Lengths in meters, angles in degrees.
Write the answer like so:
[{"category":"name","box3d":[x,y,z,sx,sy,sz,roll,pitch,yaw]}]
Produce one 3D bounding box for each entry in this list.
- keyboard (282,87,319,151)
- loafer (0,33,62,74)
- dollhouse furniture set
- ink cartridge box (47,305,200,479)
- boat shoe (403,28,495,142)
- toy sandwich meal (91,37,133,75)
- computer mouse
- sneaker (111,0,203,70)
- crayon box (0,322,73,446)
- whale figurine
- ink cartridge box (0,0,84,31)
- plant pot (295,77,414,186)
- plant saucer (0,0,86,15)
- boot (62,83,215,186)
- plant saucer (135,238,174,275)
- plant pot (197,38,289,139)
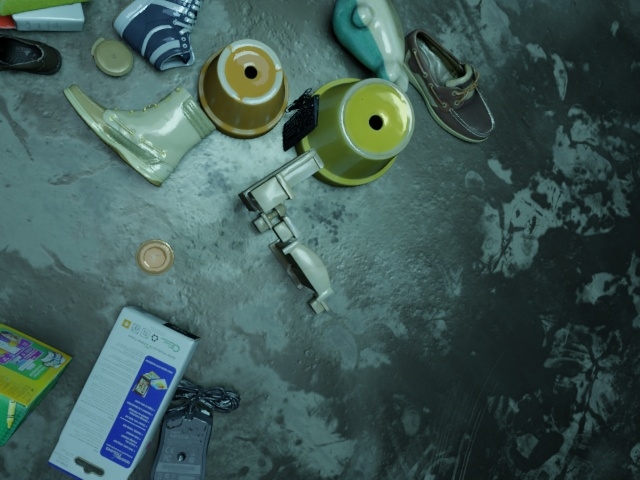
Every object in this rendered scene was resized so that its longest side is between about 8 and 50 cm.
[{"category":"keyboard","box3d":[-0.057,-0.269,1.001,0.038,0.192,0.100,6,81,-25]},{"category":"loafer","box3d":[-0.646,-0.382,0.899,0.220,0.078,0.080,-4,95,-14]},{"category":"dollhouse furniture set","box3d":[0.000,0.000,0.976,0.174,0.303,0.355,-36,102,-11]},{"category":"ink cartridge box","box3d":[-0.425,0.346,0.989,0.176,0.069,0.370,25,85,3]},{"category":"boat shoe","box3d":[0.329,-0.384,1.126,0.123,0.123,0.342,-45,103,-8]},{"category":"toy sandwich meal","box3d":[-0.450,-0.394,0.976,0.086,0.029,0.085,-1,91,-25]},{"category":"computer mouse","box3d":[-0.309,0.468,1.054,0.189,0.072,0.271,16,77,-13]},{"category":"sneaker","box3d":[-0.287,-0.489,0.972,0.282,0.099,0.153,-41,98,-1]},{"category":"crayon box","box3d":[-0.600,0.256,0.851,0.165,0.278,0.081,33,84,-14]},{"category":"whale figurine","box3d":[0.114,-0.454,1.033,0.141,0.216,0.271,-21,78,27]},{"category":"ink cartridge box","box3d":[-0.621,-0.558,0.878,0.239,0.060,0.274,-14,97,-29]},{"category":"plant pot","box3d":[0.085,-0.249,1.014,0.254,0.239,0.253,-1,95,-14]},{"category":"plant saucer","box3d":[-0.557,-0.544,0.853,0.188,0.045,0.188,-28,104,-26]},{"category":"boot","box3d":[-0.380,-0.273,0.966,0.262,0.095,0.203,45,83,-15]},{"category":"plant saucer","box3d":[-0.377,0.039,1.030,0.084,0.013,0.083,-1,94,-15]},{"category":"plant pot","box3d":[-0.159,-0.334,0.971,0.205,0.188,0.204,-1,94,-14]}]
